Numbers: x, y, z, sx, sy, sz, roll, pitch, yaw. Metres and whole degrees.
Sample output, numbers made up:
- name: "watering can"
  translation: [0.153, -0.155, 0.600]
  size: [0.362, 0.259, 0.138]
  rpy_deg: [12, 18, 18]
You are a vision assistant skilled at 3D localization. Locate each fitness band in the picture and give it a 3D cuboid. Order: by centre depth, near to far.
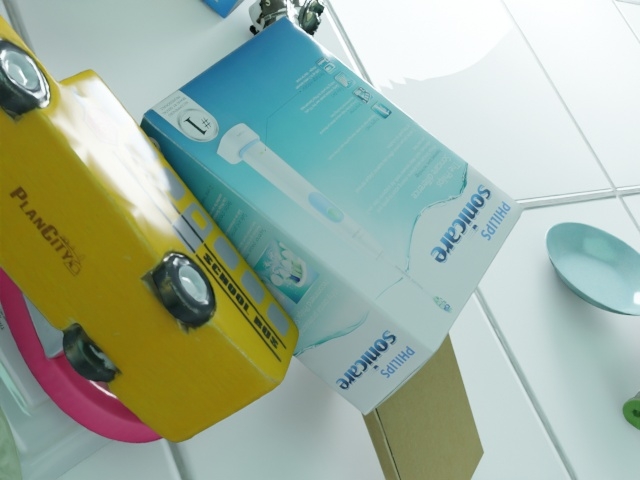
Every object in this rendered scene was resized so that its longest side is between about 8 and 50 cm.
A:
- name: "fitness band"
  translation: [-0.181, 0.032, 0.731]
  size: [0.209, 0.054, 0.290]
  rpy_deg: [12, 52, -59]

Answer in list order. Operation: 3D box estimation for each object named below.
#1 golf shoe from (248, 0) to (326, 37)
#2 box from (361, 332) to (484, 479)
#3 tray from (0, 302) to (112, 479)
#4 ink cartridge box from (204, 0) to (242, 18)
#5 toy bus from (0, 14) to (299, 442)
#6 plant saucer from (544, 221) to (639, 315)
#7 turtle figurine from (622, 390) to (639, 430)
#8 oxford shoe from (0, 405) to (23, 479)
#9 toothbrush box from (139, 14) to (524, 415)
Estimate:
- name: "golf shoe"
  translation: [-0.058, -0.259, 1.081]
  size: [0.094, 0.077, 0.198]
  rpy_deg: [25, 39, -9]
- name: "box"
  translation: [0.107, 0.186, 0.847]
  size: [0.164, 0.021, 0.201]
  rpy_deg: [-44, 122, -48]
- name: "tray"
  translation: [-0.260, 0.062, 0.677]
  size: [0.145, 0.030, 0.270]
  rpy_deg: [-31, 88, -48]
- name: "ink cartridge box"
  translation: [-0.152, -0.408, 1.092]
  size: [0.203, 0.086, 0.148]
  rpy_deg: [40, 43, -10]
- name: "toy bus"
  translation: [-0.159, -0.010, 0.616]
  size: [0.332, 0.108, 0.130]
  rpy_deg: [53, 21, -13]
- name: "plant saucer"
  translation: [0.409, 0.049, 1.237]
  size: [0.195, 0.037, 0.195]
  rpy_deg: [15, 38, -12]
- name: "turtle figurine"
  translation: [0.556, 0.183, 1.171]
  size: [0.266, 0.198, 0.274]
  rpy_deg: [-20, 70, -42]
- name: "oxford shoe"
  translation: [-0.314, 0.112, 0.555]
  size: [0.169, 0.130, 0.449]
  rpy_deg: [-13, 84, -51]
- name: "toothbrush box"
  translation: [0.003, -0.031, 0.756]
  size: [0.295, 0.126, 0.216]
  rpy_deg: [38, 47, 3]
